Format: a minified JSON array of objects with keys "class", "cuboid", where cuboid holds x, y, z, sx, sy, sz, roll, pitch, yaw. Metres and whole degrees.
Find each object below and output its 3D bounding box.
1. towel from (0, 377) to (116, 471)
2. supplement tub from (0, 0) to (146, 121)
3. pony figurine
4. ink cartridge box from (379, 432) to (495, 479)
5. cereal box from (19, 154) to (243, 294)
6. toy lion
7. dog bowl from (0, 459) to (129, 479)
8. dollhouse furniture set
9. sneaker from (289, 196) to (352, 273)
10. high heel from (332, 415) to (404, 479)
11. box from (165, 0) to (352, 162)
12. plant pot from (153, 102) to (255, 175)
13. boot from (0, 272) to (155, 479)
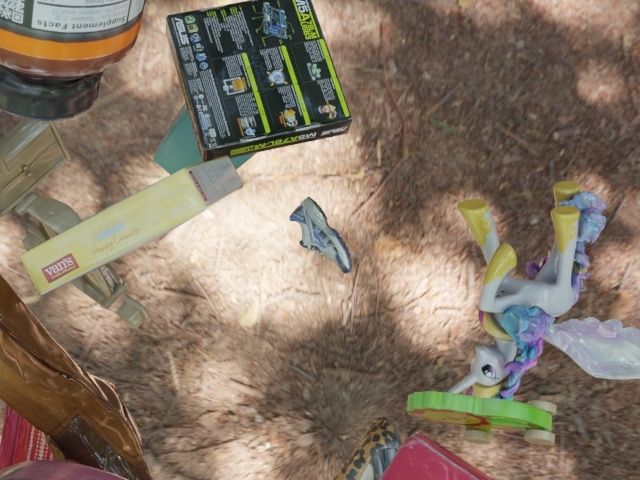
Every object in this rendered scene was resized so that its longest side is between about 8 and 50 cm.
[{"class":"towel","cuboid":[-0.372,0.283,1.322,0.031,0.275,0.199,2,74,14]},{"class":"supplement tub","cuboid":[-0.138,-0.159,0.479,0.106,0.198,0.106,13,42,-12]},{"class":"pony figurine","cuboid":[0.367,0.095,1.523,0.351,0.303,0.364,-12,118,-22]},{"class":"ink cartridge box","cuboid":[0.159,0.247,0.484,0.306,0.226,0.131,33,82,26]},{"class":"cereal box","cuboid":[-0.175,-0.022,0.921,0.173,0.240,0.047,-27,96,7]},{"class":"toy lion","cuboid":[0.123,0.138,0.740,0.096,0.100,0.034,26,65,-37]},{"class":"dog bowl","cuboid":[-0.181,0.350,0.756,0.408,0.408,0.150,31,45,7]},{"class":"dollhouse furniture set","cuboid":[-0.405,-0.068,1.535,0.355,0.303,0.174,31,66,23]},{"class":"sneaker","cuboid":[0.000,0.000,1.456,0.058,0.052,0.135,-35,84,9]},{"class":"high heel","cuboid":[0.035,0.402,1.522,0.093,0.261,0.186,35,44,-31]},{"class":"box","cuboid":[-0.076,-0.201,1.119,0.184,0.045,0.191,-14,72,-15]},{"class":"plant pot","cuboid":[-0.214,-0.221,1.850,0.234,0.165,0.165,-40,109,21]},{"class":"boot","cuboid":[-0.227,0.172,0.838,0.096,0.280,0.264,-24,41,1]}]
